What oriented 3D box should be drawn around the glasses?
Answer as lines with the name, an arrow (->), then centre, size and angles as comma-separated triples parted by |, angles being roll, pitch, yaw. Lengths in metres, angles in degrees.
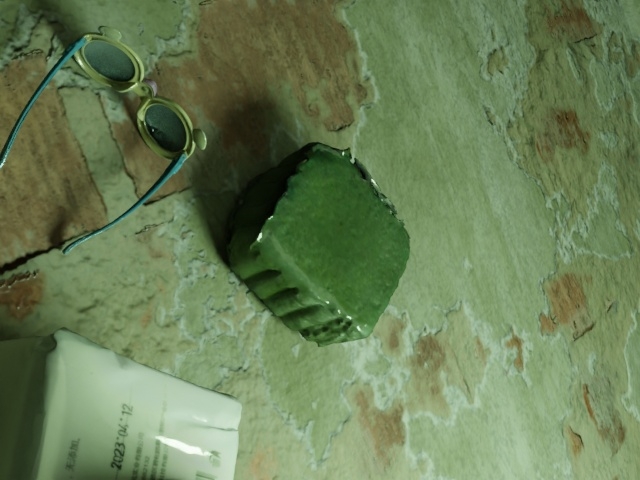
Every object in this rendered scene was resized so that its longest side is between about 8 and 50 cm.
glasses -> -0.267, -0.109, 1.101 | 0.220, 0.088, 0.189 | -48, 115, -20

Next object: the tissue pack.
tissue pack -> -0.233, 0.290, 0.907 | 0.266, 0.194, 0.356 | 30, 58, -41

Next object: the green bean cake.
green bean cake -> 0.000, 0.000, 1.277 | 0.227, 0.125, 0.222 | 49, 52, -22
